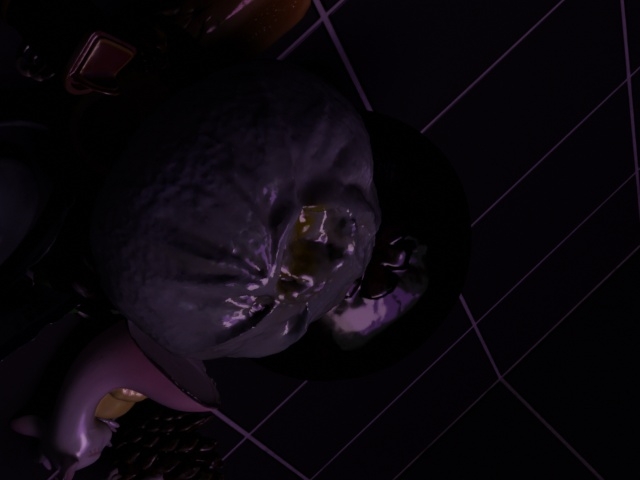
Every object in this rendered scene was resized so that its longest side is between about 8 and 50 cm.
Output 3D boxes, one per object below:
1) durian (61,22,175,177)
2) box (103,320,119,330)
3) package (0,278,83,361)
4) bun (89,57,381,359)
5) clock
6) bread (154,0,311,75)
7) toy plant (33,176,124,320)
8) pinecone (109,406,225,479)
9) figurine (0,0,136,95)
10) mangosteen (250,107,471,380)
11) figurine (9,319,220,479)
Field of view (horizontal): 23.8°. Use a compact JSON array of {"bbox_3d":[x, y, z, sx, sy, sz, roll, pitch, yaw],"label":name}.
[{"bbox_3d":[-0.201,-0.143,1.711,0.165,0.132,0.182,-53,147,-10],"label":"durian"},{"bbox_3d":[-0.251,0.112,2.194,0.125,0.027,0.126,-38,157,-15],"label":"box"},{"bbox_3d":[-0.386,0.097,1.769,0.171,0.173,0.027,-36,121,-34],"label":"package"},{"bbox_3d":[-0.076,-0.020,1.677,0.362,0.211,0.361,-26,137,-28],"label":"bun"},{"bbox_3d":[-0.412,-0.020,1.645,0.325,0.067,0.325,-36,156,-19],"label":"clock"},{"bbox_3d":[-0.096,-0.267,1.727,0.173,0.085,0.134,-40,154,-7],"label":"bread"},{"bbox_3d":[-0.248,0.009,1.869,0.218,0.175,0.235,-28,-179,-19],"label":"toy plant"},{"bbox_3d":[-0.238,0.369,2.429,0.179,0.204,0.184,-15,160,-43],"label":"pinecone"},{"bbox_3d":[-0.255,-0.192,1.500,0.098,0.154,0.082,-45,158,9],"label":"figurine"},{"bbox_3d":[0.000,0.000,2.065,0.382,0.382,0.435,-40,-166,-10],"label":"mangosteen"},{"bbox_3d":[-0.286,0.279,2.181,0.316,0.206,0.284,-38,147,16],"label":"figurine"}]
